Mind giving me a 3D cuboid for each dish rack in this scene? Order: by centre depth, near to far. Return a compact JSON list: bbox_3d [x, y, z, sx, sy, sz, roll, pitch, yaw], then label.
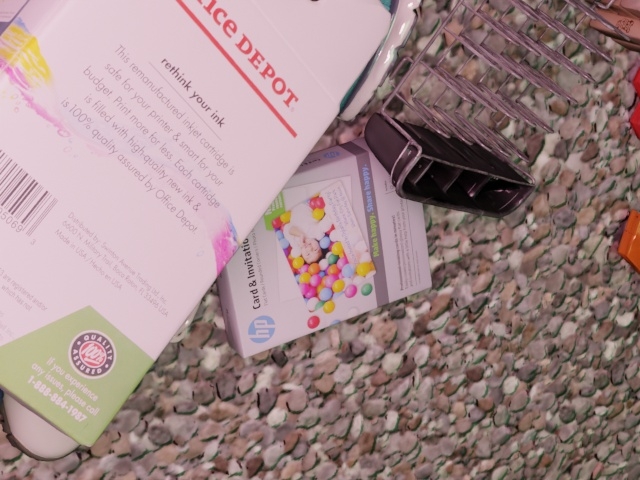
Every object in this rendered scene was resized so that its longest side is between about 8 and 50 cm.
[{"bbox_3d":[0.163,-0.149,0.992,0.271,0.074,0.208,-53,151,18],"label":"dish rack"}]

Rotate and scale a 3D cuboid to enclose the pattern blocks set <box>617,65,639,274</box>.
[{"bbox_3d":[0.417,-0.051,1.268,0.285,0.026,0.325,-16,116,-22],"label":"pattern blocks set"}]

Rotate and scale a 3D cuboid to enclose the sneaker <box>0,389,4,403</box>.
[{"bbox_3d":[-0.307,0.015,0.827,0.112,0.131,0.296,-39,122,5],"label":"sneaker"}]

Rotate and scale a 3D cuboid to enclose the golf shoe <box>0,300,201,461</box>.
[{"bbox_3d":[-0.159,0.056,0.941,0.105,0.120,0.273,21,99,-35],"label":"golf shoe"}]

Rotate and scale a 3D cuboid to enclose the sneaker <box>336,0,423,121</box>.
[{"bbox_3d":[0.025,-0.230,0.957,0.110,0.107,0.275,7,102,-10],"label":"sneaker"}]

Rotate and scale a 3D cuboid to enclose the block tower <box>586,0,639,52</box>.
[{"bbox_3d":[0.346,-0.325,1.081,0.091,0.097,0.335,21,97,-34],"label":"block tower"}]

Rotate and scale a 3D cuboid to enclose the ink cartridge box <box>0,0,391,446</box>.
[{"bbox_3d":[-0.131,-0.078,0.795,0.353,0.119,0.207,-54,129,-15],"label":"ink cartridge box"}]

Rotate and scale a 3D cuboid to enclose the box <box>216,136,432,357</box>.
[{"bbox_3d":[0.000,0.000,1.053,0.186,0.038,0.145,-18,116,-21],"label":"box"}]
